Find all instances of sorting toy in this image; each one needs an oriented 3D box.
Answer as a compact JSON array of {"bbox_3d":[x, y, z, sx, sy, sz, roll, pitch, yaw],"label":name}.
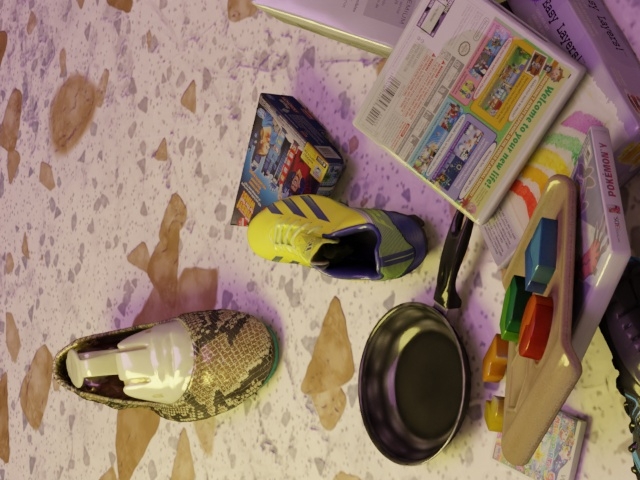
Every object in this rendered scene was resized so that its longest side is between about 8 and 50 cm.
[{"bbox_3d":[0.203,0.107,1.389,0.307,0.041,0.229,105,172,-53],"label":"sorting toy"}]

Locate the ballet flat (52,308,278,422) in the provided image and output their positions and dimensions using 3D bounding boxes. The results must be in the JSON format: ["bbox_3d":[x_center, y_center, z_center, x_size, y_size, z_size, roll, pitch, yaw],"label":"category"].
[{"bbox_3d":[-0.266,0.192,2.038,0.483,0.182,0.164,-11,76,52],"label":"ballet flat"}]

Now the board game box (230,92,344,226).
[{"bbox_3d":[-0.049,-0.073,1.880,0.194,0.060,0.194,50,126,42],"label":"board game box"}]

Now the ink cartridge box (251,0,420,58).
[{"bbox_3d":[0.108,-0.366,1.566,0.272,0.130,0.309,22,95,16],"label":"ink cartridge box"}]

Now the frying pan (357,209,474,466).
[{"bbox_3d":[0.121,0.108,1.633,0.197,0.053,0.326,2,85,54],"label":"frying pan"}]

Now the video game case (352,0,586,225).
[{"bbox_3d":[0.155,-0.154,1.463,0.193,0.023,0.212,40,121,17],"label":"video game case"}]

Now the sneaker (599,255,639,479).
[{"bbox_3d":[0.326,0.162,1.286,0.139,0.125,0.340,-60,38,41],"label":"sneaker"}]

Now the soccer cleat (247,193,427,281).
[{"bbox_3d":[0.000,-0.001,1.705,0.289,0.121,0.093,5,109,41],"label":"soccer cleat"}]

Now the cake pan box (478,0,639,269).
[{"bbox_3d":[0.240,-0.140,1.491,0.246,0.070,0.266,-47,50,37],"label":"cake pan box"}]

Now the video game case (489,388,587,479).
[{"bbox_3d":[0.238,0.221,1.491,0.122,0.011,0.087,21,102,53],"label":"video game case"}]

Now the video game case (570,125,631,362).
[{"bbox_3d":[0.253,0.019,1.333,0.183,0.023,0.201,-87,8,-47],"label":"video game case"}]
